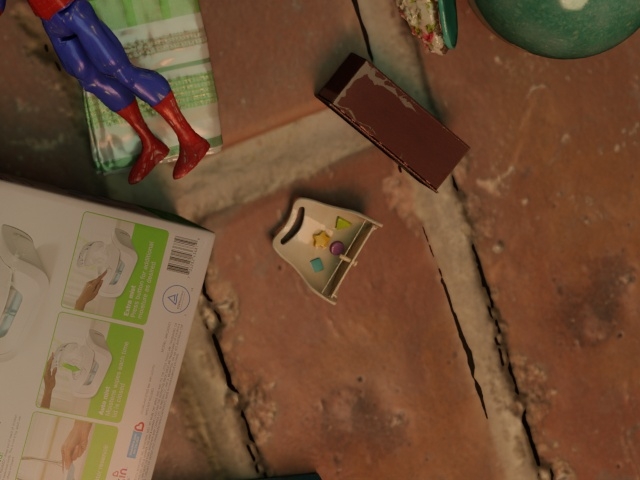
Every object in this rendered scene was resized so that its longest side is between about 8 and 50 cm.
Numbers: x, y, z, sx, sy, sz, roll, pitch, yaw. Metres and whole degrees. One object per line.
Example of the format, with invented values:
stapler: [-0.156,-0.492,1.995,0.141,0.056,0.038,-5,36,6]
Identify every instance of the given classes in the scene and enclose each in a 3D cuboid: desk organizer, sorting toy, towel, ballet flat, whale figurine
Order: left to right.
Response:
towel: [-0.146,-0.137,1.454,0.113,0.023,0.152,-13,107,-14]
sorting toy: [0.000,0.000,1.525,0.075,0.045,0.083,29,97,-14]
desk organizer: [0.063,-0.102,1.506,0.130,0.047,0.050,38,91,-22]
ballet flat: [0.072,-0.274,1.449,0.077,0.091,0.241,0,104,16]
whale figurine: [0.230,-0.282,1.446,0.216,0.141,0.272,24,94,-22]

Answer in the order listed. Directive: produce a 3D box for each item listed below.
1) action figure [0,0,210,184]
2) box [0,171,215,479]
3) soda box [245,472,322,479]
action figure: [-0.210,-0.143,1.341,0.139,0.091,0.280,-51,120,-36]
box: [-0.237,0.085,1.413,0.231,0.127,0.262,13,93,-20]
soda box: [-0.093,0.262,1.559,0.210,0.071,0.067,-5,108,-14]
